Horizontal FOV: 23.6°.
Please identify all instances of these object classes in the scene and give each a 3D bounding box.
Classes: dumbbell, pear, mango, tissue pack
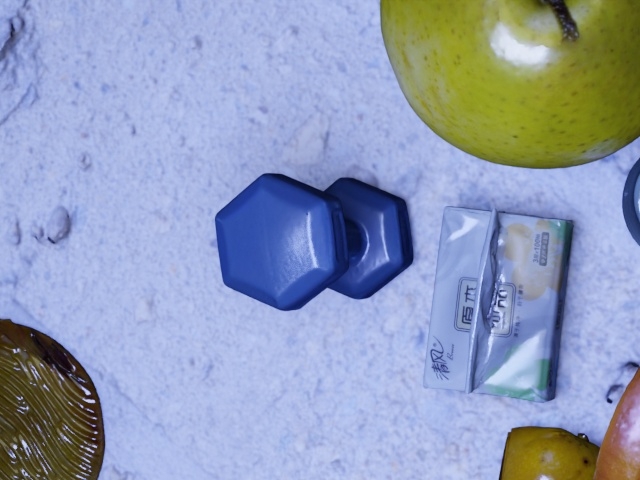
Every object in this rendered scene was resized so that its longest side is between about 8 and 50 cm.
[{"bbox_3d":[0.000,0.000,1.834,0.160,0.325,0.144,25,99,19],"label":"dumbbell"},{"bbox_3d":[0.245,-0.258,1.739,0.362,0.418,0.362,0,88,4],"label":"pear"},{"bbox_3d":[0.289,0.348,1.857,0.166,0.136,0.236,10,96,10],"label":"mango"},{"bbox_3d":[0.216,0.077,1.873,0.159,0.145,0.229,7,91,13],"label":"tissue pack"}]

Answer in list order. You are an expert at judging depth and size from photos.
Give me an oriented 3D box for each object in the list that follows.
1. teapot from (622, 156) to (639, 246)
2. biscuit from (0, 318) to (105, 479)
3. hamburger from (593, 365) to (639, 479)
[{"bbox_3d":[0.434,-0.058,1.824,0.162,0.149,0.239,-25,84,13],"label":"teapot"},{"bbox_3d":[-0.444,0.266,2.081,0.317,0.040,0.318,0,89,14],"label":"biscuit"},{"bbox_3d":[0.475,0.241,1.696,0.250,0.330,0.330,27,95,32],"label":"hamburger"}]
